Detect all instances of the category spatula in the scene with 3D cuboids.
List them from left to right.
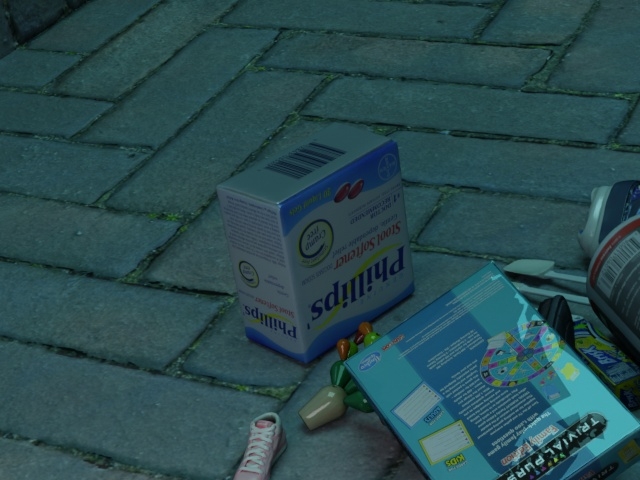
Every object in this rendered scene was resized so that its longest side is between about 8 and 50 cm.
[{"bbox_3d":[0.358,0.080,2.200,0.168,0.019,0.242,-28,23,-36],"label":"spatula"}]

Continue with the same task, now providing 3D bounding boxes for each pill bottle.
[{"bbox_3d":[0.539,0.121,1.931,0.210,0.210,0.363,-14,31,-10],"label":"pill bottle"}]

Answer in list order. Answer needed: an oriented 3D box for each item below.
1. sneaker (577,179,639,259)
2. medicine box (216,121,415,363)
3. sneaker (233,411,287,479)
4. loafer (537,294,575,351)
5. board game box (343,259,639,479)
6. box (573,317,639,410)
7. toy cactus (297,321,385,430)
[{"bbox_3d":[0.556,-0.083,2.253,0.236,0.130,0.323,30,83,43],"label":"sneaker"},{"bbox_3d":[0.000,0.000,2.190,0.263,0.289,0.149,-31,35,-34],"label":"medicine box"},{"bbox_3d":[-0.088,0.293,1.929,0.051,0.070,0.134,7,34,21],"label":"sneaker"},{"bbox_3d":[0.297,0.200,1.928,0.095,0.109,0.302,-11,43,24],"label":"loafer"},{"bbox_3d":[0.225,0.218,1.817,0.254,0.079,0.336,-34,51,-5],"label":"board game box"},{"bbox_3d":[0.406,0.182,2.008,0.054,0.059,0.169,-15,31,-15],"label":"box"},{"bbox_3d":[0.052,0.218,2.021,0.180,0.112,0.219,-34,37,-6],"label":"toy cactus"}]
